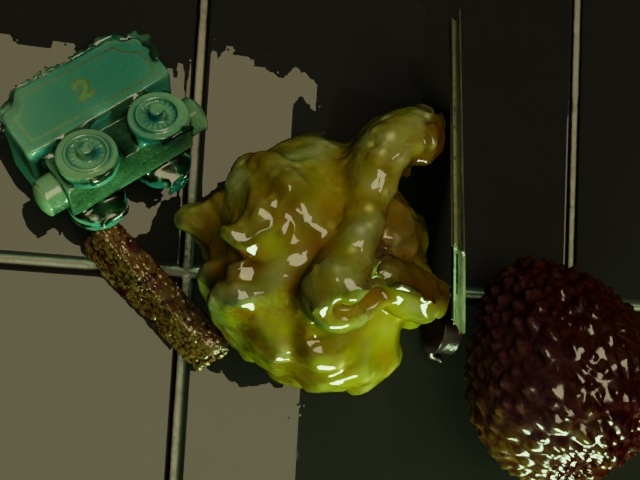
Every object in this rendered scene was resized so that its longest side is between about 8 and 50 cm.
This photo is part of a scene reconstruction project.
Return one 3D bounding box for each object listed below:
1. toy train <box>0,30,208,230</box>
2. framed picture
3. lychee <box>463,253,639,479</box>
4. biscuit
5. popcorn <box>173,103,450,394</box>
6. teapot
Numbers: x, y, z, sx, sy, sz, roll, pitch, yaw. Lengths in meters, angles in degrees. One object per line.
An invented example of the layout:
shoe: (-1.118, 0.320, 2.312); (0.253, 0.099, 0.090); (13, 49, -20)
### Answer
toy train: (-0.232, -0.116, 1.196); (0.203, 0.112, 0.163); (-33, 67, -22)
framed picture: (0.150, -0.072, 1.249); (0.019, 0.232, 0.296); (-1, 64, 7)
lychee: (0.275, 0.144, 1.300); (0.271, 0.271, 0.271); (2, 84, -18)
biscuit: (-0.182, 0.061, 1.238); (0.199, 0.064, 0.034); (48, 52, -6)
popcorn: (-0.005, 0.008, 1.207); (0.290, 0.321, 0.326); (-15, 54, -14)
teapot: (0.151, 0.102, 1.341); (0.045, 0.068, 0.100); (10, 112, -22)
